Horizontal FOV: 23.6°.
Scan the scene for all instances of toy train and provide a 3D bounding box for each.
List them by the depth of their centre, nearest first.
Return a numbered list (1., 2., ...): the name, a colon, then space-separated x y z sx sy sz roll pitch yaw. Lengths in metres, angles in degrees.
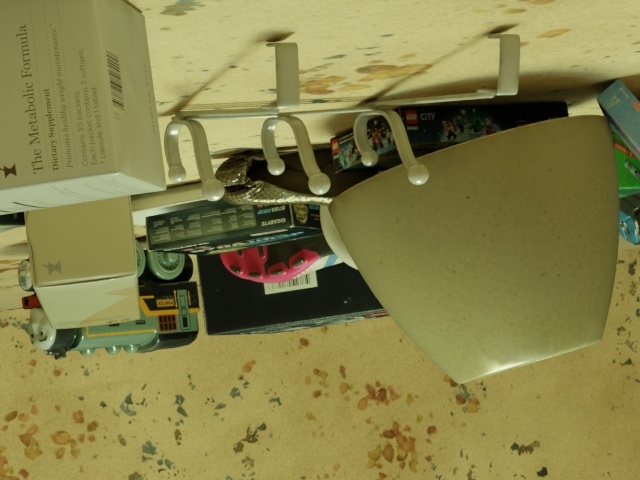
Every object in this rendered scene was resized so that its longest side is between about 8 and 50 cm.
1. toy train: -0.339 0.092 2.501 0.334 0.190 0.142 -2 172 -45

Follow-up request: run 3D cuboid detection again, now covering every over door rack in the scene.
1. over door rack: 0.010 -0.104 1.445 0.239 0.108 0.324 -6 174 -24

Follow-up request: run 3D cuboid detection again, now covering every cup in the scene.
1. cup: 0.199 0.025 1.721 0.331 0.237 0.331 -17 174 -2

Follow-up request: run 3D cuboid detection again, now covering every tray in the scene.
1. tray: -0.151 -0.059 2.063 0.270 0.030 0.145 -10 175 18

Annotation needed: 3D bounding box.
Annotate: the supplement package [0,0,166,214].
1. supplement package: -0.250 -0.088 1.092 0.244 0.139 0.134 -9 176 8

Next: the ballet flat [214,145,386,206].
1. ballet flat: -0.003 -0.082 1.840 0.249 0.084 0.058 -2 161 -7

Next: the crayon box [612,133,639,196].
1. crayon box: 0.316 -0.085 2.164 0.165 0.081 0.278 -3 173 -38

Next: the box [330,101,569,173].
1. box: 0.151 -0.120 1.783 0.233 0.044 0.159 -4 173 -30

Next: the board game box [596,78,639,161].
1. board game box: 0.387 -0.100 1.759 0.039 0.160 0.211 -40 168 8

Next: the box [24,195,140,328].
1. box: -0.286 0.011 1.866 0.121 0.148 0.311 -6 170 -7

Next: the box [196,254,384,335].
1. box: 0.002 0.058 2.679 0.343 0.179 0.312 -9 175 18

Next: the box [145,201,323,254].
1. box: -0.101 -0.021 2.084 0.220 0.051 0.175 -10 174 22

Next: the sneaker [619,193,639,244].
1. sneaker: 0.557 -0.099 2.354 0.139 0.125 0.341 -35 179 -17

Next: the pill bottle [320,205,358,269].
1. pill bottle: 0.107 -0.028 2.054 0.162 0.162 0.278 -9 174 13

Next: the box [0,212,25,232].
1. box: -0.544 -0.019 1.813 0.322 0.059 0.232 -5 174 -39

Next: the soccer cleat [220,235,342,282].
1. soccer cleat: 0.000 0.000 2.410 0.331 0.116 0.143 -12 173 32
